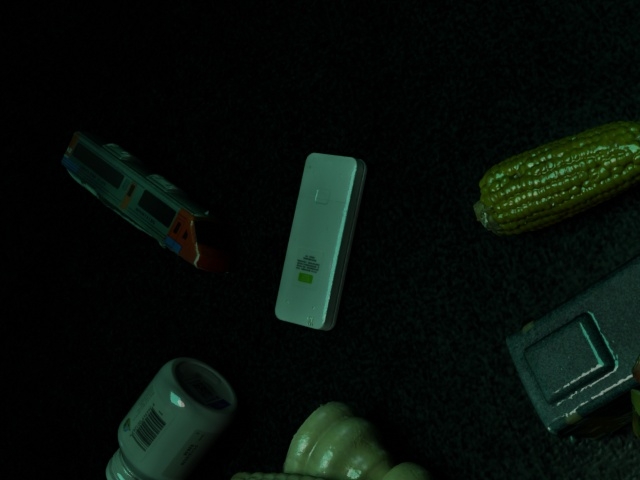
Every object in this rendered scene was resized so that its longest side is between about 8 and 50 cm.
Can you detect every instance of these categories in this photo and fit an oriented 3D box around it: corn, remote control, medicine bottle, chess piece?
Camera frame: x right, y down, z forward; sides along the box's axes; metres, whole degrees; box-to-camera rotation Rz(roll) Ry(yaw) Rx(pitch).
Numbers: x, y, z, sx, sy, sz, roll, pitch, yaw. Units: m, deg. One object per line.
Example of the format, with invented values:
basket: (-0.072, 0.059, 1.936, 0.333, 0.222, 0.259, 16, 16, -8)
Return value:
corn: (0.294, -0.077, 1.341, 0.262, 0.097, 0.097, -23, 67, 34)
remote control: (0.000, 0.000, 1.616, 0.103, 0.034, 0.250, 10, 88, 41)
medicine bottle: (-0.231, 0.292, 1.692, 0.215, 0.135, 0.135, -52, 53, 20)
chess piece: (0.087, 0.326, 1.430, 0.261, 0.143, 0.143, 29, 101, 33)

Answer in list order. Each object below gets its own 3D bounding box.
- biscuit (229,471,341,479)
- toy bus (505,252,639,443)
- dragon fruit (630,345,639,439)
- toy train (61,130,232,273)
biscuit: (0.001, 0.448, 1.446, 0.217, 0.044, 0.325, -8, 103, 41)
toy bus: (0.350, 0.103, 1.210, 0.275, 0.167, 0.138, -38, 60, 30)
dragon fruit: (0.351, 0.156, 1.049, 0.135, 0.137, 0.236, 25, 112, 18)
toy train: (-0.279, -0.069, 1.834, 0.409, 0.086, 0.089, 33, 101, 40)
